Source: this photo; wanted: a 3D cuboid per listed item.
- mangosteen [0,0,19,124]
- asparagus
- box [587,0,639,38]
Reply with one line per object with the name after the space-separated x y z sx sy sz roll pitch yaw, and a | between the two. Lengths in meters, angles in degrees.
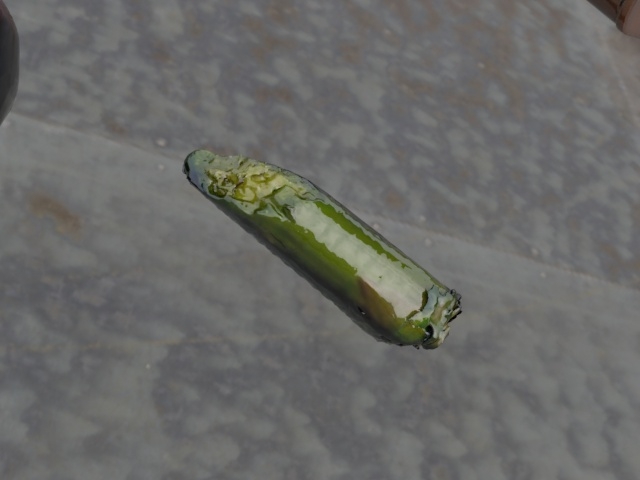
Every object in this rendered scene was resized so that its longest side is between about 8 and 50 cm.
-0.538 -0.242 1.201 0.347 0.307 0.307 62 33 -25 | mangosteen
0.000 0.000 1.212 0.382 0.128 0.108 38 79 -9 | asparagus
0.387 -0.397 1.167 0.229 0.239 0.339 45 27 21 | box
